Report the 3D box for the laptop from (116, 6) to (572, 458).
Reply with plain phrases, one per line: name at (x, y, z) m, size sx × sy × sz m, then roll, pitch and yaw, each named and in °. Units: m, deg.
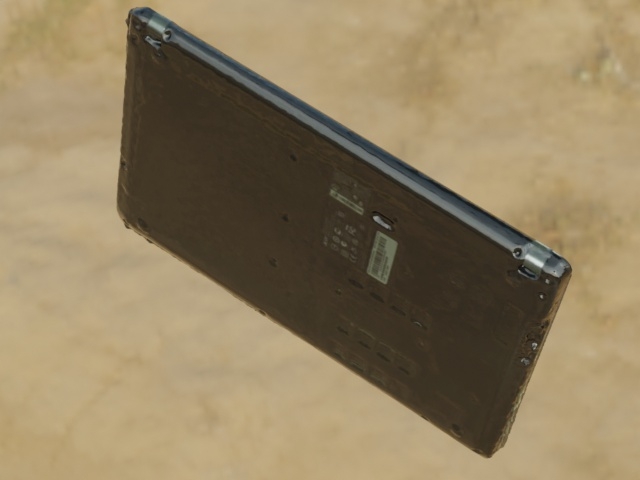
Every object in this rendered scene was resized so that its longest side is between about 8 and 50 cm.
laptop at (0.000, 0.000, 0.700) m, size 0.180 × 0.129 × 0.016 m, roll 33°, pitch 56°, yaw 15°
